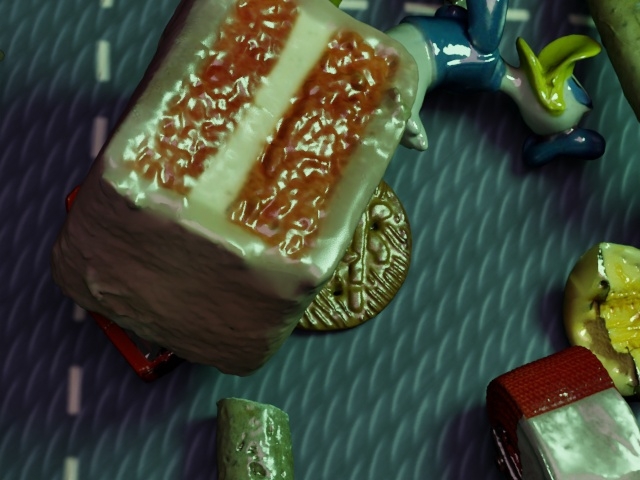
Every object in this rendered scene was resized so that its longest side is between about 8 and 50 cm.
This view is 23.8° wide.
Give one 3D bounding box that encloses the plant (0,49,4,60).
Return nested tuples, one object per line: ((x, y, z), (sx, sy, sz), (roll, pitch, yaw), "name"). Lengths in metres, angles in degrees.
((-0.472, -0.172, 1.435), (0.320, 0.181, 0.194), (-23, 76, -9), "plant")

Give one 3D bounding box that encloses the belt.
((0.229, 0.207, 1.423), (0.124, 0.128, 0.201), (-19, 68, -12), "belt")

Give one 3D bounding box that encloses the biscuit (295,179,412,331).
((0.000, -0.001, 1.515), (0.188, 0.027, 0.188), (2, 72, -6), "biscuit")

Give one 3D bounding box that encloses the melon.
((0.310, 0.086, 1.507), (0.128, 0.079, 0.160), (-6, 71, -28), "melon")

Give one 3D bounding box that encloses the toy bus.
((-0.190, 0.038, 1.454), (0.089, 0.081, 0.195), (-38, 81, -7), "toy bus")

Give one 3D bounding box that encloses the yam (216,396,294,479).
((-0.058, 0.235, 1.408), (0.078, 0.078, 0.179), (-2, 70, -8), "yam")

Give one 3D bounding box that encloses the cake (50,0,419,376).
((-0.078, -0.063, 1.356), (0.237, 0.230, 0.309), (28, 58, -5), "cake")

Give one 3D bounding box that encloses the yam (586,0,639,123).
((0.317, -0.220, 1.534), (0.083, 0.083, 0.371), (-8, 50, -10), "yam")

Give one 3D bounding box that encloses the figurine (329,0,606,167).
((0.151, -0.189, 1.551), (0.338, 0.204, 0.283), (33, 64, -9), "figurine")
